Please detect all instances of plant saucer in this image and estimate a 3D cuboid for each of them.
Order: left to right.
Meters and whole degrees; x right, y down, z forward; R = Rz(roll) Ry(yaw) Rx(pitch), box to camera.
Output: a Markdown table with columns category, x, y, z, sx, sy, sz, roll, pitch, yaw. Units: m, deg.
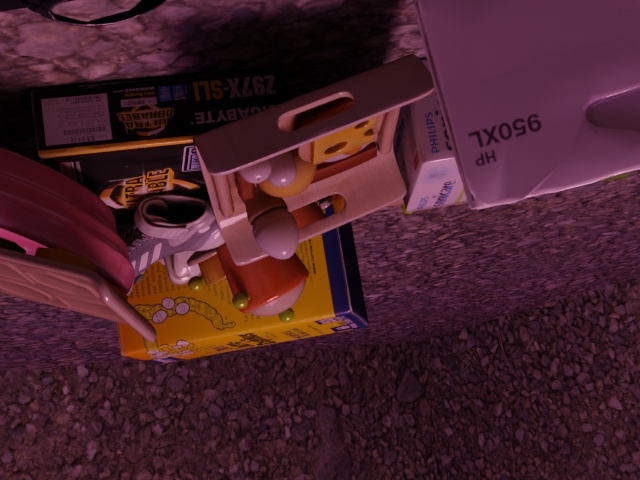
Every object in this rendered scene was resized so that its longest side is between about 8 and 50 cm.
| category | x | y | z | sx | sy | sz | roll | pitch | yaw |
| --- | --- | --- | --- | --- | --- | --- | --- | --- | --- |
| plant saucer | -0.349 | -0.028 | 1.097 | 0.332 | 0.084 | 0.332 | 15 | 164 | 5 |

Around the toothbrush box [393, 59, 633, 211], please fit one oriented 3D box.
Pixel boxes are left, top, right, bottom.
| category | x | y | z | sx | sy | sz | roll | pitch | yaw |
| --- | --- | --- | --- | --- | --- | --- | --- | --- | --- |
| toothbrush box | 0.234 | -0.133 | 1.199 | 0.283 | 0.122 | 0.206 | -7 | 167 | -3 |

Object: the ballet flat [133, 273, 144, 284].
| category | x | y | z | sx | sy | sz | roll | pitch | yaw |
| --- | --- | --- | --- | --- | --- | --- | --- | --- | --- |
| ballet flat | -0.357 | 0.035 | 1.517 | 0.203 | 0.074 | 0.074 | 10 | 164 | -8 |

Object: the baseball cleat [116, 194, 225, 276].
| category | x | y | z | sx | sy | sz | roll | pitch | yaw |
| --- | --- | --- | --- | --- | --- | --- | --- | --- | --- |
| baseball cleat | -0.206 | -0.011 | 1.221 | 0.205 | 0.072 | 0.109 | -20 | 152 | 18 |

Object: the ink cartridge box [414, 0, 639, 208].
| category | x | y | z | sx | sy | sz | roll | pitch | yaw |
| --- | --- | --- | --- | --- | --- | --- | --- | --- | --- |
| ink cartridge box | 0.283 | -0.155 | 0.819 | 0.285 | 0.166 | 0.395 | -16 | -178 | 27 |

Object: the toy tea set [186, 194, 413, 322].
| category | x | y | z | sx | sy | sz | roll | pitch | yaw |
| --- | --- | --- | --- | --- | --- | --- | --- | --- | --- |
| toy tea set | 0.000 | 0.000 | 1.326 | 0.336 | 0.124 | 0.200 | -29 | -175 | -14 |

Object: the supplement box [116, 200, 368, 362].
| category | x | y | z | sx | sy | sz | roll | pitch | yaw |
| --- | --- | --- | --- | --- | --- | --- | --- | --- | --- |
| supplement box | -0.124 | 0.064 | 1.636 | 0.356 | 0.195 | 0.194 | -11 | 168 | 8 |

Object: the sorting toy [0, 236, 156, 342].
| category | x | y | z | sx | sy | sz | roll | pitch | yaw |
| --- | --- | --- | --- | --- | --- | --- | --- | --- | --- |
| sorting toy | -0.271 | 0.034 | 1.027 | 0.208 | 0.038 | 0.193 | 17 | 164 | 11 |

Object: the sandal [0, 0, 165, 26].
| category | x | y | z | sx | sy | sz | roll | pitch | yaw |
| --- | --- | --- | --- | --- | --- | --- | --- | --- | --- |
| sandal | -0.138 | -0.198 | 0.771 | 0.254 | 0.055 | 0.097 | -9 | 168 | -4 |

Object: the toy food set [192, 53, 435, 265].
| category | x | y | z | sx | sy | sz | roll | pitch | yaw |
| --- | --- | --- | --- | --- | --- | --- | --- | --- | --- |
| toy food set | -0.001 | -0.064 | 1.059 | 0.219 | 0.092 | 0.306 | -22 | 167 | -7 |

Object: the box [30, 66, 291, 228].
| category | x | y | z | sx | sy | sz | roll | pitch | yaw |
| --- | --- | --- | --- | --- | --- | --- | --- | --- | --- |
| box | -0.176 | -0.091 | 1.181 | 0.257 | 0.079 | 0.322 | -9 | 168 | -12 |

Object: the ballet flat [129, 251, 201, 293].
| category | x | y | z | sx | sy | sz | roll | pitch | yaw |
| --- | --- | --- | --- | --- | --- | --- | --- | --- | --- |
| ballet flat | -0.245 | 0.010 | 1.455 | 0.400 | 0.139 | 0.139 | -7 | 168 | -11 |
